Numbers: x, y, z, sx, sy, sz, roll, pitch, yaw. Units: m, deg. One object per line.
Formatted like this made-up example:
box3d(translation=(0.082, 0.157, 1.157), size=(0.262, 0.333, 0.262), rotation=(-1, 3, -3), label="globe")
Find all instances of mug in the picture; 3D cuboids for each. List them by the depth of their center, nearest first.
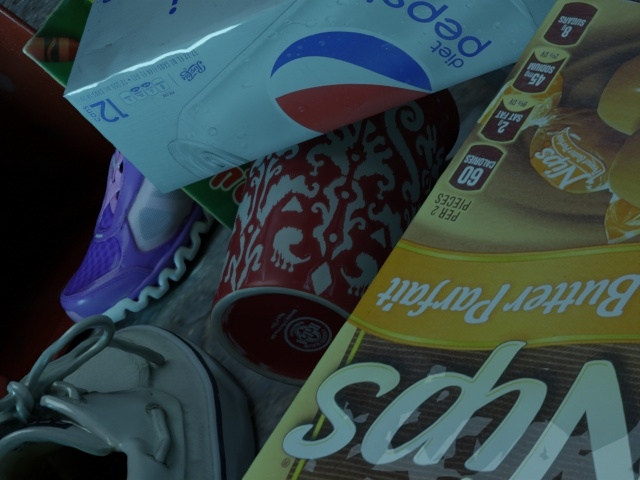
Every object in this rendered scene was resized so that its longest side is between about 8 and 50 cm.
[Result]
box3d(translation=(0.009, -0.001, 1.037), size=(0.113, 0.150, 0.169), rotation=(4, 51, 16), label="mug")

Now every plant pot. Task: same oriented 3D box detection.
box3d(translation=(-0.307, -0.014, 1.405), size=(0.267, 0.267, 0.236), rotation=(-61, 14, -27), label="plant pot")

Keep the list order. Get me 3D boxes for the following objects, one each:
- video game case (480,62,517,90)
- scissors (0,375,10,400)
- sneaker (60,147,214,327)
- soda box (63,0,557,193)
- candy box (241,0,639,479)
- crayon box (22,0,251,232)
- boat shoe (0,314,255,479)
box3d(translation=(0.099, -0.255, 1.112), size=(0.285, 0.204, 0.025), rotation=(-59, 12, -23), label="video game case")
box3d(translation=(-0.182, 0.178, 1.059), size=(0.021, 0.109, 0.297), rotation=(-5, 24, -5), label="scissors")
box3d(translation=(-0.114, -0.050, 1.288), size=(0.236, 0.104, 0.095), rotation=(-54, 25, -11), label="sneaker")
box3d(translation=(0.009, -0.123, 0.960), size=(0.286, 0.091, 0.098), rotation=(-19, 43, 30), label="soda box")
box3d(translation=(0.101, 0.060, 0.696), size=(0.183, 0.087, 0.316), rotation=(18, 66, 41), label="candy box")
box3d(translation=(-0.008, -0.174, 1.177), size=(0.318, 0.202, 0.081), rotation=(-52, 24, -5), label="crayon box")
box3d(translation=(-0.131, 0.122, 0.982), size=(0.136, 0.156, 0.367), rotation=(-42, 25, 14), label="boat shoe")
